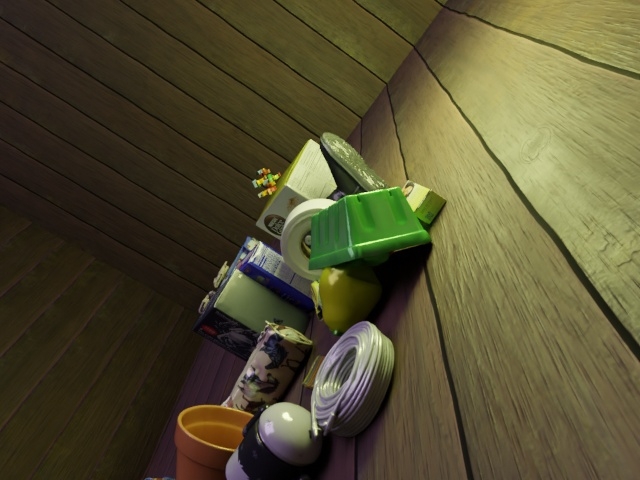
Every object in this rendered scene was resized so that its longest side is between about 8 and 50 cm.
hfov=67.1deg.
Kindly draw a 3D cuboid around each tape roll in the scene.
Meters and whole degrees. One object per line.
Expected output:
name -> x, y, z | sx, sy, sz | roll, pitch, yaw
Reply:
tape roll -> 0.000, 0.000, 1.720 | 0.286, 0.286, 0.100 | -53, 13, 20

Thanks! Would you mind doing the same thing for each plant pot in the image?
plant pot -> -0.286, 0.627, 1.380 | 0.291, 0.290, 0.204 | -168, 92, -77

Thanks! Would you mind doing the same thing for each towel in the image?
towel -> 0.015, 0.372, 1.358 | 0.102, 0.021, 0.237 | -63, 14, -21

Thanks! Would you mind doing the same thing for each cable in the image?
cable -> 0.073, 0.316, 1.112 | 0.257, 0.089, 0.257 | -55, 12, 7

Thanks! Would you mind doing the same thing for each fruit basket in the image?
fruit basket -> 0.113, 0.070, 1.348 | 0.392, 0.282, 0.392 | 168, 90, -70

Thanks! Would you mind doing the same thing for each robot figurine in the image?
robot figurine -> -0.111, 0.519, 1.146 | 0.278, 0.209, 0.173 | -56, -9, 10

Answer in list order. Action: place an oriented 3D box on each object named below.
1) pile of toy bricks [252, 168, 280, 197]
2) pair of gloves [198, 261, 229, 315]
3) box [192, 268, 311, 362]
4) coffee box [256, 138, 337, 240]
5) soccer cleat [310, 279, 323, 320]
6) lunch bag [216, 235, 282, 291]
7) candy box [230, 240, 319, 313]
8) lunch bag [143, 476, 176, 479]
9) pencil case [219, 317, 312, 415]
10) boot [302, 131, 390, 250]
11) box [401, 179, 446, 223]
pile of toy bricks -> -0.229, -0.274, 2.192 | 0.105, 0.118, 0.212 | -23, 13, 13
pair of gloves -> -0.480, 0.219, 2.173 | 0.240, 0.042, 0.204 | -63, 4, 12
box -> -0.269, 0.317, 1.851 | 0.312, 0.343, 0.179 | -43, 17, 52
coffee box -> -0.042, -0.181, 2.217 | 0.337, 0.334, 0.338 | -45, 18, 47
soccer cleat -> 0.007, 0.208, 1.638 | 0.121, 0.093, 0.289 | -66, 12, -5
lunch bag -> -0.263, 0.190, 2.179 | 0.239, 0.327, 0.385 | -51, 11, 48
candy box -> -0.174, 0.172, 1.899 | 0.268, 0.317, 0.122 | -39, 21, 54
lunch bag -> -0.427, 0.828, 1.361 | 0.303, 0.115, 0.243 | 11, 72, 29
pencil case -> -0.203, 0.467, 1.606 | 0.410, 0.183, 0.160 | -58, 13, 0
boot -> 0.018, -0.145, 1.913 | 0.146, 0.367, 0.445 | -15, -30, -53
box -> 0.286, -0.116, 1.419 | 0.087, 0.058, 0.232 | -56, 13, 7
